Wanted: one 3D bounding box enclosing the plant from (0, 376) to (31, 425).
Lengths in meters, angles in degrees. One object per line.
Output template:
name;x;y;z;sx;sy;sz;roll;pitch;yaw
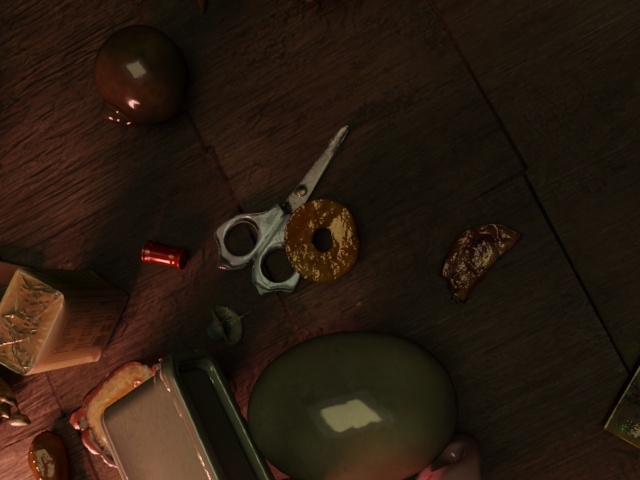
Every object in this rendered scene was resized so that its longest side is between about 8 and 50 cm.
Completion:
plant;-0.720;0.259;1.408;0.251;0.180;0.334;-32;50;15

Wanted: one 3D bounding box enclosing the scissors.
scissors;-0.052;-0.067;1.297;0.191;0.029;0.360;36;96;12

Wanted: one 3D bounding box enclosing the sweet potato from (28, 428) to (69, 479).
sweet potato;-0.514;0.488;1.359;0.081;0.062;0.233;-28;86;8

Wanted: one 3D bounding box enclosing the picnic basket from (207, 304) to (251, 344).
picnic basket;-0.175;0.155;1.302;0.083;0.065;0.083;-39;71;30

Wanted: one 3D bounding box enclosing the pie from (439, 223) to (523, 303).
pie;0.272;0.033;1.227;0.092;0.034;0.170;37;96;6

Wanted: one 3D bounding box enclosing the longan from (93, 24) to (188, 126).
longan;-0.343;-0.300;1.299;0.204;0.159;0.185;-43;81;21

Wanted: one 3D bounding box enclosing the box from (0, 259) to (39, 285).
box;-0.629;0.070;1.411;0.115;0.025;0.048;11;85;11

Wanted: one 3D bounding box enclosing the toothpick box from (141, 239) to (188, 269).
toothpick box;-0.299;0.029;1.335;0.083;0.047;0.047;12;91;11

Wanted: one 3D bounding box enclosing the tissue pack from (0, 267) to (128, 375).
tissue pack;-0.480;0.144;1.272;0.125;0.234;0.159;27;93;13

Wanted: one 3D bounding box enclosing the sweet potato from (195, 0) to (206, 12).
sweet potato;-0.239;-0.493;1.346;0.034;0.034;0.095;-16;95;10

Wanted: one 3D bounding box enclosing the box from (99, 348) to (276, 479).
box;-0.220;0.356;1.127;0.182;0.175;0.312;-30;77;13

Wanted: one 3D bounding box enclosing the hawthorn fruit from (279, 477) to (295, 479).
hawthorn fruit;-0.046;0.496;1.205;0.196;0.196;0.226;4;77;11

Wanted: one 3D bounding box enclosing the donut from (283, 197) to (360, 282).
donut;0.000;0.000;1.254;0.151;0.058;0.152;0;92;-9

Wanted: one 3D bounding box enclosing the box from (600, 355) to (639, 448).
box;0.577;0.261;1.161;0.121;0.030;0.193;28;95;10

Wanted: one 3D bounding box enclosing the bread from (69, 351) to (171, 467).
bread;-0.317;0.309;1.292;0.244;0.123;0.190;-44;83;7

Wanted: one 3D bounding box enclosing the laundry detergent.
laundry detergent;0.196;0.398;1.077;0.087;0.335;0.159;37;95;10

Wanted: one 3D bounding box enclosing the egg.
egg;0.051;0.280;1.152;0.351;0.258;0.259;-2;88;14
